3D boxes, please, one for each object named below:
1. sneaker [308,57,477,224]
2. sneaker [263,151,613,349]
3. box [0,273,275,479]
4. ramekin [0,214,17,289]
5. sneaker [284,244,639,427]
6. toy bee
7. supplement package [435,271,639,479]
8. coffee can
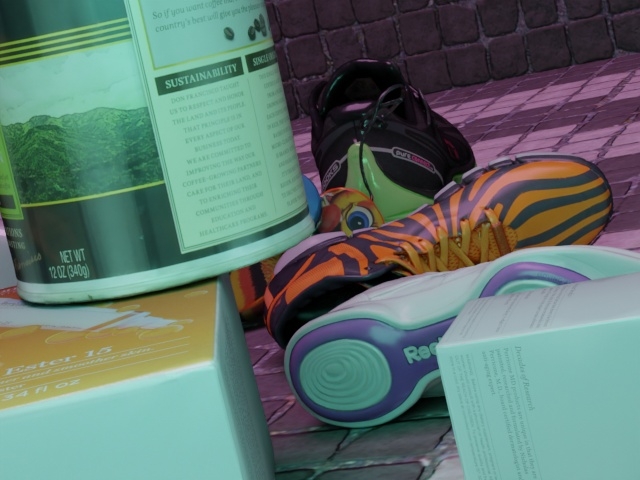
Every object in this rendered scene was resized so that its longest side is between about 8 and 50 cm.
[{"bbox_3d":[0.088,-0.131,1.909,0.185,0.202,0.483,-12,11,6],"label":"sneaker"},{"bbox_3d":[0.105,0.031,1.329,0.321,0.125,0.180,-23,13,7],"label":"sneaker"},{"bbox_3d":[-0.143,0.129,0.930,0.215,0.168,0.345,-13,10,-1],"label":"box"},{"bbox_3d":[-0.282,0.030,1.495,0.277,0.135,0.277,7,13,-2],"label":"ramekin"},{"bbox_3d":[0.128,0.052,1.137,0.305,0.114,0.152,-9,13,24],"label":"sneaker"},{"bbox_3d":[0.000,0.000,1.533,0.298,0.162,0.195,-43,-15,17],"label":"toy bee"},{"bbox_3d":[0.174,0.083,0.939,0.179,0.105,0.105,-10,10,19],"label":"supplement package"},{"bbox_3d":[-0.127,-0.119,1.003,0.201,0.275,0.201,-12,10,2],"label":"coffee can"}]
